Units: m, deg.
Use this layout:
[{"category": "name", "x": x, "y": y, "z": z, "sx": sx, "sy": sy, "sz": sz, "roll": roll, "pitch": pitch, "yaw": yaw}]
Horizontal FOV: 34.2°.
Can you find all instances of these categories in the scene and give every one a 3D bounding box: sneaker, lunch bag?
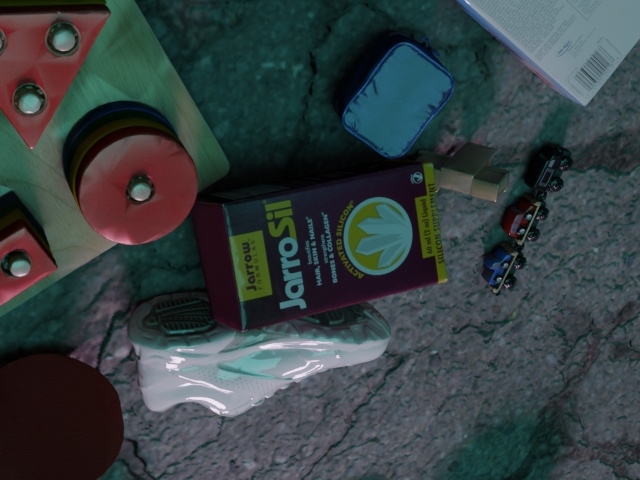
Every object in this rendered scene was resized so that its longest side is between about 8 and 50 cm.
[{"category": "sneaker", "x": -0.054, "y": 0.101, "z": 0.917, "sx": 0.232, "sy": 0.090, "sz": 0.115, "roll": -2, "pitch": 125, "yaw": -14}, {"category": "lunch bag", "x": 0.059, "y": -0.123, "z": 0.843, "sx": 0.067, "sy": 0.065, "sz": 0.098, "roll": 36, "pitch": 100, "yaw": -20}]

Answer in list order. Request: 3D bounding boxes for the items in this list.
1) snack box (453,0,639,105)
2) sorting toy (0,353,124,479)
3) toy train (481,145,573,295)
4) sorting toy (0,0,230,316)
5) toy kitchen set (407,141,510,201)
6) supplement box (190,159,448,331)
[{"category": "snack box", "x": 0.250, "y": -0.288, "z": 0.835, "sx": 0.187, "sy": 0.060, "sz": 0.322, "roll": 30, "pitch": 103, "yaw": -39}, {"category": "sorting toy", "x": -0.346, "y": 0.181, "z": 0.829, "sx": 0.365, "sy": 0.127, "sz": 0.126, "roll": -3, "pitch": 148, "yaw": -20}, {"category": "toy train", "x": 0.192, "y": -0.018, "z": 0.988, "sx": 0.036, "sy": 0.027, "sz": 0.158, "roll": 12, "pitch": 112, "yaw": -26}, {"category": "sorting toy", "x": -0.218, "y": -0.069, "z": 0.730, "sx": 0.255, "sy": 0.089, "sz": 0.257, "roll": -33, "pitch": 126, "yaw": -5}, {"category": "toy kitchen set", "x": 0.124, "y": -0.041, "z": 0.922, "sx": 0.068, "sy": 0.083, "sz": 0.075, "roll": -43, "pitch": 142, "yaw": -52}, {"category": "supplement box", "x": 0.000, "y": 0.000, "z": 0.850, "sx": 0.188, "sy": 0.081, "sz": 0.104, "roll": -13, "pitch": 100, "yaw": -23}]
